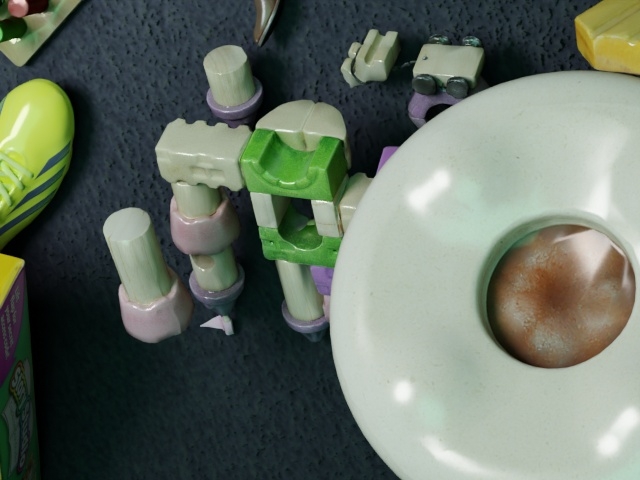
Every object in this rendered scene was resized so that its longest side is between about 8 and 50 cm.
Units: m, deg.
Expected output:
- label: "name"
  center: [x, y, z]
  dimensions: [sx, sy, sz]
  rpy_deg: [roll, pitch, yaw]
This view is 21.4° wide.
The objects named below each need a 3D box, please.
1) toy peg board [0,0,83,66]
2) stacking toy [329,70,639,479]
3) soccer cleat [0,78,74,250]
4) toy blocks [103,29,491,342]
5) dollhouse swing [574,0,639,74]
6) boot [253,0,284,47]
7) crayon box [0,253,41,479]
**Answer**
- label: "toy peg board"
  center: [-0.299, -0.272, 1.601]
  dimensions: [0.161, 0.079, 0.160]
  rpy_deg: [45, 107, -2]
- label: "stacking toy"
  center: [0.240, 0.101, 1.398]
  dimensions: [0.350, 0.480, 0.350]
  rpy_deg: [-7, 69, 19]
- label: "soccer cleat"
  center: [-0.332, -0.028, 1.640]
  dimensions: [0.093, 0.121, 0.289]
  rpy_deg: [38, 107, 0]
- label: "toy blocks"
  center: [0.000, 0.000, 1.561]
  dimensions: [0.288, 0.309, 0.260]
  rpy_deg: [7, 139, 20]
- label: "dollhouse swing"
  center: [0.383, -0.289, 1.283]
  dimensions: [0.347, 0.305, 0.315]
  rpy_deg: [12, 107, 40]
- label: "boot"
  center: [-0.087, -0.246, 1.587]
  dimensions: [0.114, 0.037, 0.106]
  rpy_deg: [18, 92, 3]
- label: "crayon box"
  center: [-0.434, 0.136, 1.620]
  dimensions: [0.313, 0.106, 0.363]
  rpy_deg: [14, 137, 8]
